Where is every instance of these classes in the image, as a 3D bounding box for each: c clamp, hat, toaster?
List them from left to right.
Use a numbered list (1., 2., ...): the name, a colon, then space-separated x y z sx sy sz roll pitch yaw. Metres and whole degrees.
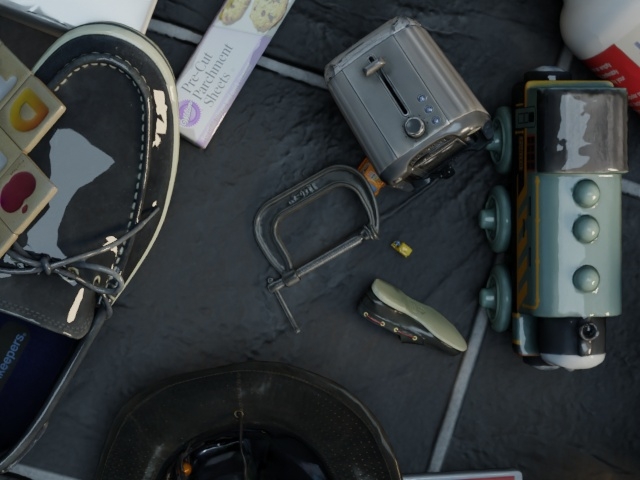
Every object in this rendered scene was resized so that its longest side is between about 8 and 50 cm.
1. hat: -0.070 0.277 1.588 0.331 0.134 0.331 0 87 9
2. c clamp: 0.000 0.000 1.634 0.161 0.022 0.137 -35 86 8
3. toaster: 0.094 -0.141 1.571 0.129 0.227 0.146 -33 82 11

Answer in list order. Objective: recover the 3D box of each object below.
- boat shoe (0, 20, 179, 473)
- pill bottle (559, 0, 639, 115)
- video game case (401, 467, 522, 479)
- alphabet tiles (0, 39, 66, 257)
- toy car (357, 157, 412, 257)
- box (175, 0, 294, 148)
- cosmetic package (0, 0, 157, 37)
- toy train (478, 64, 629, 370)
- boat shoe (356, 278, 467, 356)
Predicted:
1. boat shoe: -0.274 0.026 1.475 0.187 0.156 0.500 24 103 -10
2. pill bottle: 0.408 -0.228 1.601 0.408 0.229 0.229 40 85 -9
3. video game case: 0.128 0.402 1.680 0.204 0.025 0.285 -2 92 -9
4. alphabet tiles: -0.398 -0.083 1.458 0.285 0.011 0.342 -49 58 4
5. toy car: 0.082 -0.043 1.648 0.060 0.040 0.122 -36 97 -7
6. box: -0.068 -0.250 1.603 0.067 0.063 0.324 32 86 -9
7. cosmetic package: -0.217 -0.385 1.526 0.197 0.155 0.365 22 90 -11
8. toy train: 0.253 -0.023 1.602 0.142 0.190 0.334 1 92 -9
9. boat shoe: 0.101 0.092 1.657 0.133 0.049 0.042 30 115 -16
